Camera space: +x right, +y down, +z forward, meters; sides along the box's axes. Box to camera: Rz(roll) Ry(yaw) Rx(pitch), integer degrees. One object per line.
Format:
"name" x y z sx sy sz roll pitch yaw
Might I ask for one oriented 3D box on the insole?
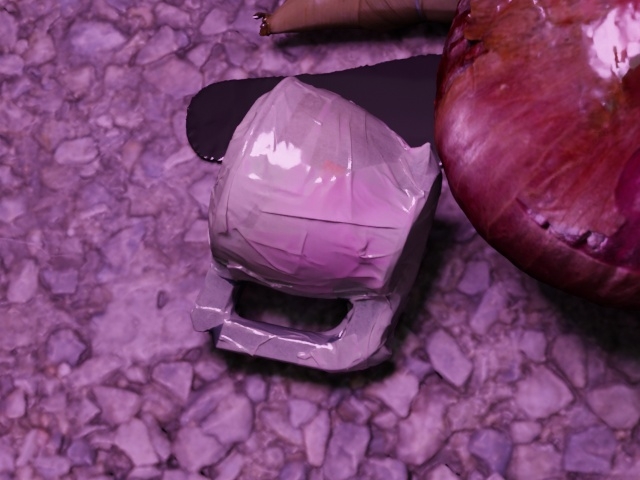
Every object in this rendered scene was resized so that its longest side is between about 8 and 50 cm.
"insole" 0.040 -0.110 1.627 0.322 0.007 0.109 -3 67 8

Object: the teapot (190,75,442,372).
"teapot" 0.000 -0.006 1.512 0.178 0.163 0.221 23 74 9

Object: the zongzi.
"zongzi" 0.068 -0.286 1.646 0.256 0.115 0.228 -6 66 17

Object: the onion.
"onion" 0.266 -0.130 1.398 0.347 0.385 0.348 4 70 -12
